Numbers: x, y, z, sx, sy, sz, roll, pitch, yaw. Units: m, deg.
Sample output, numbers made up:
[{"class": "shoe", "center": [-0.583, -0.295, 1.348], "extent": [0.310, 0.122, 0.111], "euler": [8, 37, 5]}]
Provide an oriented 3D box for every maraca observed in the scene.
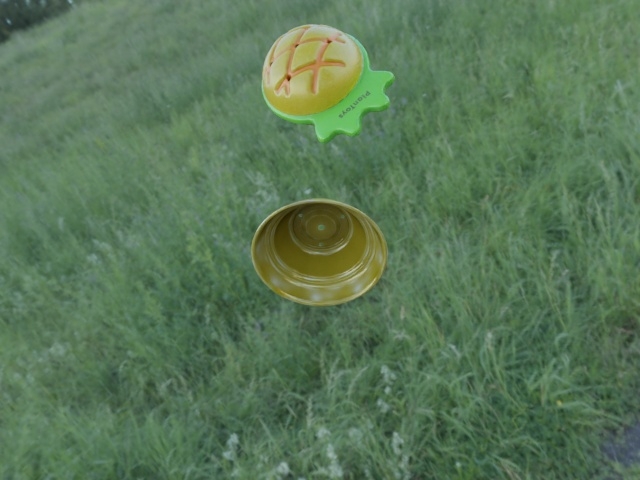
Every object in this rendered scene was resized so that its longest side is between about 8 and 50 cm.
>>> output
[{"class": "maraca", "center": [0.003, -0.180, 0.606], "extent": [0.127, 0.099, 0.186], "euler": [-44, 54, 2]}]

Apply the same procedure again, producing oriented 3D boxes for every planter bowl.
[{"class": "planter bowl", "center": [0.000, 0.000, 0.877], "extent": [0.217, 0.217, 0.090], "euler": [-25, 33, 20]}]
